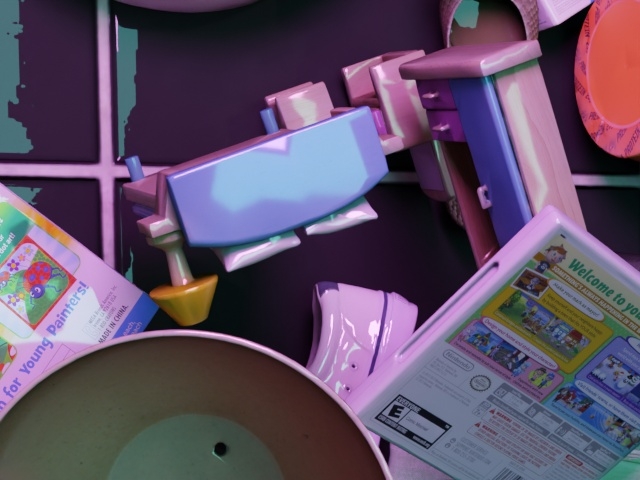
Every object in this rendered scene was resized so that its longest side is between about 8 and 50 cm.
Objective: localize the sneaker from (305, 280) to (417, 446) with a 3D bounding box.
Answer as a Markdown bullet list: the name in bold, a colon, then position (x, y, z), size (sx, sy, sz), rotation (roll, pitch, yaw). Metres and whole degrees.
- **sneaker**: position (-0.004, 0.155, 1.220), size (0.091, 0.094, 0.258), rotation (18, 74, -2)

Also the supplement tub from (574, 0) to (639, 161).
- **supplement tub**: position (0.389, -0.141, 1.367), size (0.316, 0.193, 0.194), rotation (-1, 86, -26)

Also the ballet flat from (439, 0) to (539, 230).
- **ballet flat**: position (0.134, -0.129, 1.297), size (0.084, 0.058, 0.250), rotation (4, 91, 2)

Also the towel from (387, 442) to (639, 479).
- **towel**: position (0.161, 0.308, 1.208), size (0.247, 0.038, 0.325), rotation (6, 101, 7)

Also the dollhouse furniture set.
- **dollhouse furniture set**: position (0.000, 0.000, 1.137), size (0.303, 0.286, 0.198), rotation (-21, 101, -18)

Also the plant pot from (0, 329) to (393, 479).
- **plant pot**: position (-0.090, 0.195, 1.071), size (0.284, 0.191, 0.284), rotation (0, 91, -1)

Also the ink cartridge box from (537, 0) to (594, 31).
- **ink cartridge box**: position (0.188, -0.250, 1.357), size (0.088, 0.052, 0.122), rotation (-34, 101, -25)

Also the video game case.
- **video game case**: position (0.153, 0.093, 1.083), size (0.212, 0.023, 0.193), rotation (33, 110, -35)

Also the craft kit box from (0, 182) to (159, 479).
- **craft kit box**: position (-0.278, 0.074, 1.103), size (0.246, 0.061, 0.250), rotation (40, 70, -20)

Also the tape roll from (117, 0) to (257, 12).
- **tape roll**: position (-0.104, -0.370, 1.215), size (0.392, 0.072, 0.392), rotation (3, 84, -26)

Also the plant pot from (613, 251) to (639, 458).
- **plant pot**: position (0.236, 0.101, 1.287), size (0.167, 0.187, 0.188), rotation (24, 76, -10)
